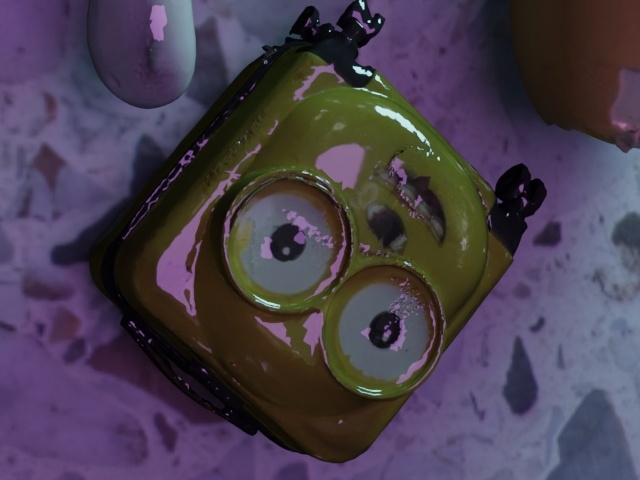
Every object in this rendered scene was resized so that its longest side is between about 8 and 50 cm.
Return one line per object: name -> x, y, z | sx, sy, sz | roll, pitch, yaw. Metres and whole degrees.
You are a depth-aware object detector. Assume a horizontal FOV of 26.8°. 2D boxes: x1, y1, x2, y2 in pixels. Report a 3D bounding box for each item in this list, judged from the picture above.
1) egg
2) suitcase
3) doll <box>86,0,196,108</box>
egg -> 0.222, -0.172, 0.858 | 0.201, 0.201, 0.244 | 3, 85, -25
suitcase -> 0.000, 0.000, 0.793 | 0.194, 0.143, 0.235 | 44, 76, -21
doll -> -0.086, -0.319, 0.733 | 0.365, 0.187, 0.376 | 50, 46, -27
